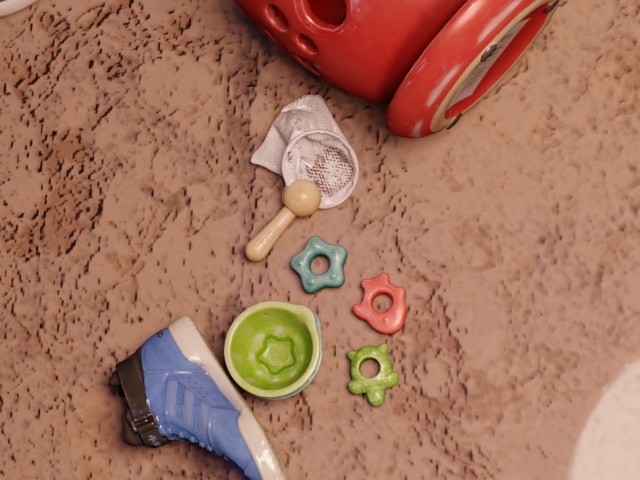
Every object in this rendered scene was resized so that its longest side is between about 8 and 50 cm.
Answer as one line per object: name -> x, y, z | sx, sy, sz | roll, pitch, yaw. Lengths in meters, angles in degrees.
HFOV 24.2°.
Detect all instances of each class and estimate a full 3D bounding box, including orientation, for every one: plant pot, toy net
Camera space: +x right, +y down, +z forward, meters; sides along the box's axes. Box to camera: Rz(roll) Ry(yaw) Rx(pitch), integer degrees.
plant pot -> 0.062, -0.180, 1.031 | 0.174, 0.191, 0.191 | 43, 87, 9
toy net -> 0.000, 0.000, 1.064 | 0.122, 0.045, 0.232 | 0, 75, 11

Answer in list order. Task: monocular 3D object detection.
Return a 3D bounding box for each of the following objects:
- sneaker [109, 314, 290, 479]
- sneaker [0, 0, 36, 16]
sneaker -> -0.089, 0.133, 1.038 | 0.084, 0.058, 0.152 | -34, 69, -4
sneaker -> -0.201, -0.314, 1.131 | 0.104, 0.147, 0.296 | 33, 85, 15
